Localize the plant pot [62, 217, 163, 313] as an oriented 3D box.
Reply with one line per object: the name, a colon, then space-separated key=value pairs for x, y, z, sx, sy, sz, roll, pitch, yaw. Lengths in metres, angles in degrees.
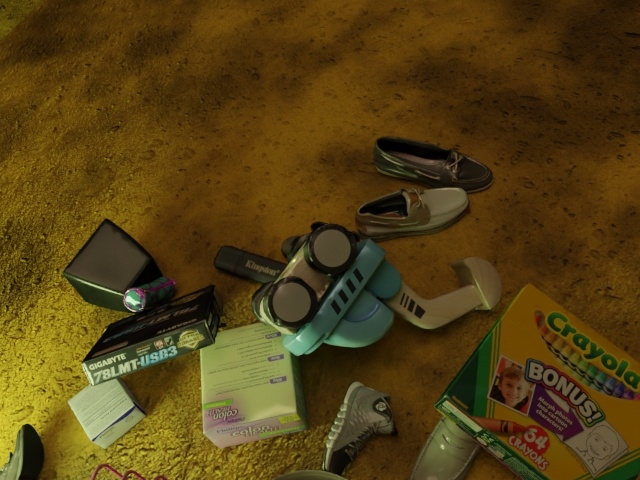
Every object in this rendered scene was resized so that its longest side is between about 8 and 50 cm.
plant pot: x=-0.534 y=0.088 z=1.807 sx=0.167 sy=0.187 sz=0.188 roll=25 pitch=65 yaw=16

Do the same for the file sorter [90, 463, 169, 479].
file sorter: x=-0.331 y=0.587 z=1.383 sx=0.291 sy=0.202 sz=0.182 roll=5 pitch=56 yaw=18

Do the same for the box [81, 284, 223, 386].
box: x=-0.388 y=0.220 z=1.630 sx=0.296 sy=0.073 sz=0.293 roll=-20 pitch=11 yaw=1

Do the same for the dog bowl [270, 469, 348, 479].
dog bowl: x=-0.020 y=0.637 z=1.325 sx=0.349 sy=0.102 sz=0.348 roll=-8 pitch=55 yaw=11

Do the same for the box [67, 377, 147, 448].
box: x=-0.513 y=0.405 z=1.638 sx=0.126 sy=0.072 sz=0.137 roll=-38 pitch=54 yaw=-13

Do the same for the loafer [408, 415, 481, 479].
loafer: x=0.282 y=0.400 z=1.401 sx=0.112 sy=0.111 sz=0.319 roll=26 pitch=66 yaw=29

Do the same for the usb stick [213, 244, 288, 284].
usb stick: x=-0.156 y=0.077 z=1.787 sx=0.278 sy=0.045 sz=0.077 roll=17 pitch=61 yaw=24

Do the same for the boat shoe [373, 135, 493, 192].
boat shoe: x=0.295 y=-0.208 z=1.832 sx=0.335 sy=0.095 sz=0.112 roll=14 pitch=61 yaw=23

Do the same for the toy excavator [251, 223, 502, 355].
toy excavator: x=0.132 y=0.128 z=1.525 sx=0.445 sy=0.222 sz=0.432 roll=39 pitch=75 yaw=-8

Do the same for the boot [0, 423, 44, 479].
boot: x=-0.777 y=0.571 z=1.583 sx=0.229 sy=0.091 sz=0.262 roll=-13 pitch=56 yaw=6

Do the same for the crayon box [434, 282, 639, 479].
crayon box: x=0.465 y=0.315 z=1.337 sx=0.363 sy=0.106 sz=0.313 roll=38 pitch=67 yaw=12

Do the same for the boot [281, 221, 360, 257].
boot: x=0.000 y=0.000 z=1.726 sx=0.247 sy=0.161 sz=0.083 roll=13 pitch=60 yaw=23

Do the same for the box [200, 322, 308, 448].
box: x=-0.155 y=0.326 z=1.569 sx=0.214 sy=0.117 sz=0.242 roll=-14 pitch=53 yaw=5

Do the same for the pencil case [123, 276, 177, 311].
pencil case: x=-0.438 y=0.138 z=1.756 sx=0.070 sy=0.152 sz=0.064 roll=-39 pitch=86 yaw=21

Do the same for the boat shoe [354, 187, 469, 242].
boat shoe: x=0.238 y=-0.078 z=1.752 sx=0.303 sy=0.103 sz=0.113 roll=-18 pitch=54 yaw=2

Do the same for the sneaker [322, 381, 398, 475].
sneaker: x=0.094 y=0.418 z=1.459 sx=0.132 sy=0.086 sz=0.228 roll=11 pitch=59 yaw=19
